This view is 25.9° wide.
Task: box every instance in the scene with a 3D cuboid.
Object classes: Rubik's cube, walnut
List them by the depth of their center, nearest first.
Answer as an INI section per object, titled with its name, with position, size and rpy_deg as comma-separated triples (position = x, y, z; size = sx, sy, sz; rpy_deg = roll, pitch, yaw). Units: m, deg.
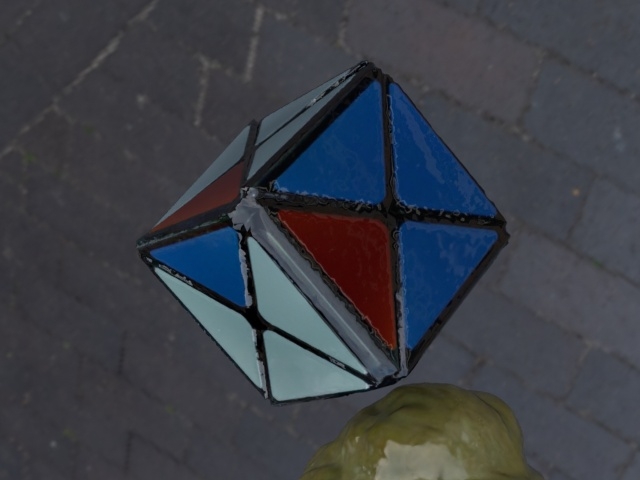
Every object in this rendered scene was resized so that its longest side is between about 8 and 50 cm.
[Rubik's cube]
position = 0.000, 0.000, 1.443
size = 0.246, 0.248, 0.250
rpy_deg = 51, 148, -13
[walnut]
position = 0.115, 0.306, 1.509
size = 0.277, 0.282, 0.253
rpy_deg = -30, 136, 32
